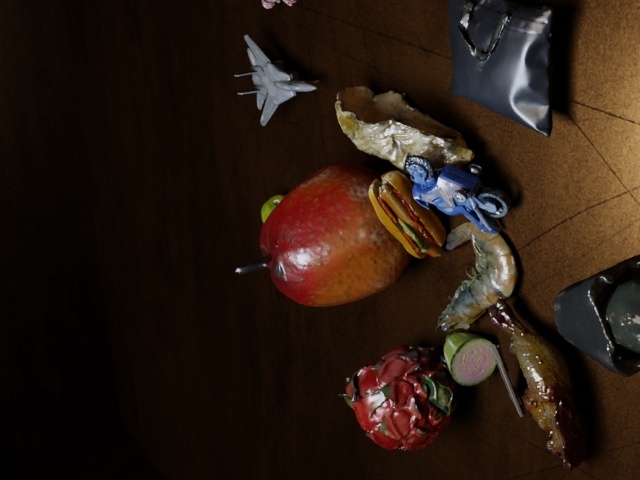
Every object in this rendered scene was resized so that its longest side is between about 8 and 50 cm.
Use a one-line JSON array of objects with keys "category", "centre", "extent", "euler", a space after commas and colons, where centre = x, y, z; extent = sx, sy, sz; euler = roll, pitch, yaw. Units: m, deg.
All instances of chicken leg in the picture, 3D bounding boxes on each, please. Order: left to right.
[{"category": "chicken leg", "centre": [0.396, 0.257, 1.819], "extent": [0.323, 0.083, 0.177], "euler": [69, 165, -13]}]

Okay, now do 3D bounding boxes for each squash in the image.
[{"category": "squash", "centre": [0.277, 0.212, 2.002], "extent": [0.132, 0.105, 0.105], "euler": [-131, 31, -63]}]

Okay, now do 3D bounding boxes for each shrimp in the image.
[{"category": "shrimp", "centre": [0.273, 0.071, 1.943], "extent": [0.169, 0.058, 0.296], "euler": [65, 146, 18]}]

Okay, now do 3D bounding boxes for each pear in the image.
[{"category": "pear", "centre": [-0.101, -0.068, 2.444], "extent": [0.092, 0.092, 0.097], "euler": [37, 138, 43]}]

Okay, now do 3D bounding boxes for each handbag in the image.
[{"category": "handbag", "centre": [0.289, -0.304, 1.652], "extent": [0.254, 0.088, 0.211], "euler": [38, 140, 49]}]

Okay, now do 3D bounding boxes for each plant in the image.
[{"category": "plant", "centre": [0.467, 0.113, 1.559], "extent": [0.256, 0.141, 0.164], "euler": [-1, 107, 71]}]

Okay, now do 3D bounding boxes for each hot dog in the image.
[{"category": "hot dog", "centre": [0.171, -0.040, 1.930], "extent": [0.236, 0.092, 0.062], "euler": [45, -173, -37]}]

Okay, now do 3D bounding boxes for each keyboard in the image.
[{"category": "keyboard", "centre": [0.350, 0.260, 1.891], "extent": [0.055, 0.017, 0.166], "euler": [-111, -4, -51]}]

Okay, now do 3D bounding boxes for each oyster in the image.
[{"category": "oyster", "centre": [0.147, -0.199, 1.912], "extent": [0.341, 0.166, 0.110], "euler": [28, 124, 28]}]

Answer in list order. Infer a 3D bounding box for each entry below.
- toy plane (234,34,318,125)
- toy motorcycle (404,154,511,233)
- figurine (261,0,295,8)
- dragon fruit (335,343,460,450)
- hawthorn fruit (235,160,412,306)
[{"category": "toy plane", "centre": [-0.077, -0.350, 2.243], "extent": [0.267, 0.088, 0.212], "euler": [12, 119, 47]}, {"category": "toy motorcycle", "centre": [0.239, -0.083, 1.812], "extent": [0.205, 0.076, 0.114], "euler": [26, 148, 10]}, {"category": "figurine", "centre": [-0.083, -0.530, 2.173], "extent": [0.129, 0.054, 0.072], "euler": [17, 136, 46]}, {"category": "dragon fruit", "centre": [0.158, 0.316, 2.116], "extent": [0.293, 0.233, 0.234], "euler": [13, 118, 51]}, {"category": "hawthorn fruit", "centre": [0.000, 0.000, 2.055], "extent": [0.285, 0.368, 0.285], "euler": [163, 90, -80]}]
